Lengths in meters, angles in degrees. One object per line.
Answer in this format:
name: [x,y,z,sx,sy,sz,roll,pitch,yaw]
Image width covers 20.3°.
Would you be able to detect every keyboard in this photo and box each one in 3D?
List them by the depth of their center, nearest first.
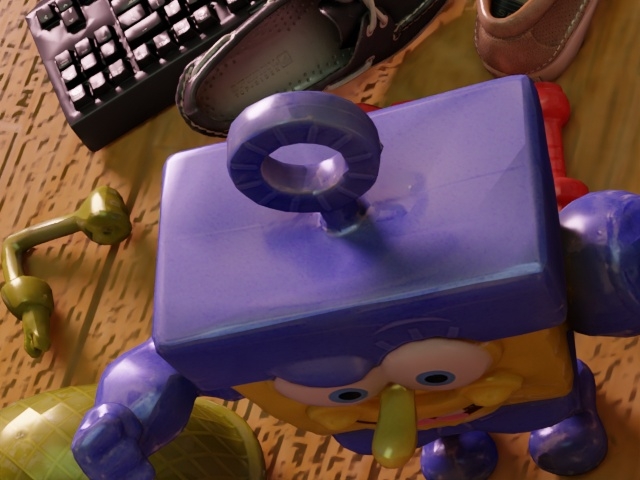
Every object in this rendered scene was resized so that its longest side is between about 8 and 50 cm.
keyboard: [-0.027,-0.103,0.704,0.180,0.023,0.108,-32,60,7]

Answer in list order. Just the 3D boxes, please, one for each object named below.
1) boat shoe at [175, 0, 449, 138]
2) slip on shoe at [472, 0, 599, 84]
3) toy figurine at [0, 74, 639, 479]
boat shoe: [0.002,-0.079,0.658,0.125,0.038,0.046,-30,97,-2]
slip on shoe: [0.089,-0.123,0.654,0.051,0.041,0.135,19,75,28]
toy figurine: [0.000,0.000,0.534,0.362,0.217,0.191,-9,64,17]
